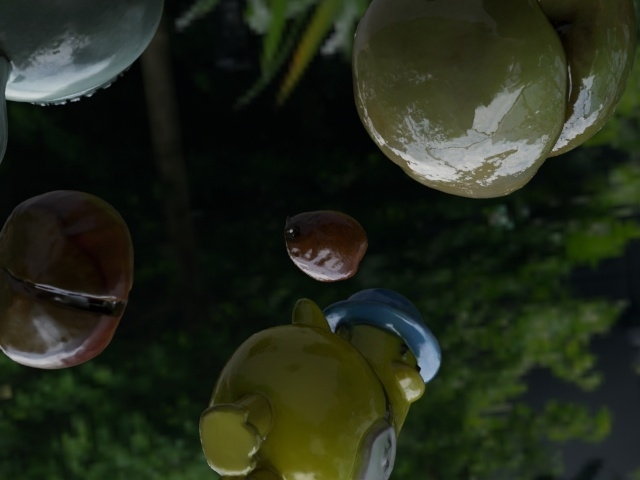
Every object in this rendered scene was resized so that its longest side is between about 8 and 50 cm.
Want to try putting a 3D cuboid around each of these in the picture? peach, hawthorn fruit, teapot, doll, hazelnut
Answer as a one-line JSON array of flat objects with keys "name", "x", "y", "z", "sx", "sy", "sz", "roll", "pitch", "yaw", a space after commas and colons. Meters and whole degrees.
[{"name": "peach", "x": 0.164, "y": -0.180, "z": 1.799, "sx": 0.292, "sy": 0.247, "sz": 0.292, "roll": -33, "pitch": -169, "yaw": 7}, {"name": "hawthorn fruit", "x": 0.000, "y": 0.000, "z": 1.947, "sx": 0.093, "sy": 0.081, "sz": 0.081, "roll": 29, "pitch": 168, "yaw": -26}, {"name": "teapot", "x": -0.224, "y": -0.191, "z": 1.542, "sx": 0.193, "sy": 0.129, "sz": 0.294, "roll": 2, "pitch": -143, "yaw": 30}, {"name": "doll", "x": 0.003, "y": 0.141, "z": 1.445, "sx": 0.145, "sy": 0.200, "sz": 0.363, "roll": 0, "pitch": -170, "yaw": 24}, {"name": "hazelnut", "x": -0.296, "y": 0.048, "z": 2.135, "sx": 0.180, "sy": 0.212, "sz": 0.181, "roll": 14, "pitch": -176, "yaw": -32}]
